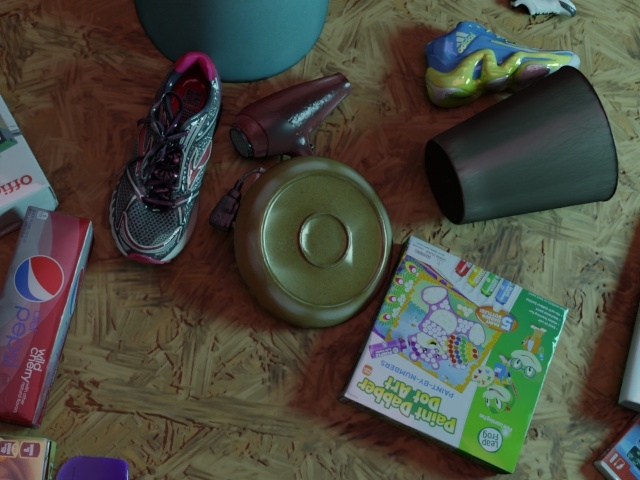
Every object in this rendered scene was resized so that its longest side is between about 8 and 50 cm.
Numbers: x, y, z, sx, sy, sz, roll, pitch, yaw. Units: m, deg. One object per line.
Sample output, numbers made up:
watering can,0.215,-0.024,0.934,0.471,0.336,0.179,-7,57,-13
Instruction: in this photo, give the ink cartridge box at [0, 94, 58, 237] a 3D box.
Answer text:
ink cartridge box,-0.465,-0.111,1.171,0.160,0.092,0.219,-29,81,-16

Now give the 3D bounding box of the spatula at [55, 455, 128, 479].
spatula,-0.185,0.321,1.130,0.296,0.030,0.084,6,71,-8

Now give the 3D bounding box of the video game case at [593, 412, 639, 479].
video game case,0.547,0.291,1.269,0.285,0.025,0.204,-41,85,-18

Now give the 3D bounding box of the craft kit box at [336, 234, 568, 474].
craft kit box,0.183,0.155,1.231,0.249,0.061,0.247,24,74,-2

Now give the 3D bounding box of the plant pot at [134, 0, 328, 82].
plant pot,-0.117,-0.395,1.259,0.290,0.195,0.290,3,73,-9

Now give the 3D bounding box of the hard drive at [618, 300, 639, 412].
hard drive,0.557,0.122,1.287,0.203,0.040,0.308,19,68,5

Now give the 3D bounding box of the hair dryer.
hair dryer,-0.027,-0.109,1.273,0.223,0.080,0.294,21,77,-20

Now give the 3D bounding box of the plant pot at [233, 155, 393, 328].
plant pot,0.000,0.000,1.212,0.236,0.032,0.236,2,84,-23

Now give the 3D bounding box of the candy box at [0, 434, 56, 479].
candy box,-0.484,0.314,1.049,0.316,0.087,0.183,5,74,-9

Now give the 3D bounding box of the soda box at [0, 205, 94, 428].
soda box,-0.359,0.097,1.130,0.083,0.092,0.263,13,72,-7

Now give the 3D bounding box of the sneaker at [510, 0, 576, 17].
sneaker,0.349,-0.369,1.420,0.109,0.040,0.044,19,88,0

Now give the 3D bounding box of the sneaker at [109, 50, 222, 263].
sneaker,-0.209,-0.114,1.207,0.120,0.112,0.299,13,73,-6

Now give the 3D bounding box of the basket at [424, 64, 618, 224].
basket,0.275,-0.118,1.275,0.226,0.154,0.204,-18,94,-10

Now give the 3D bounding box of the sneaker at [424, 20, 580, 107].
sneaker,0.266,-0.282,1.349,0.240,0.091,0.126,-12,76,-12
